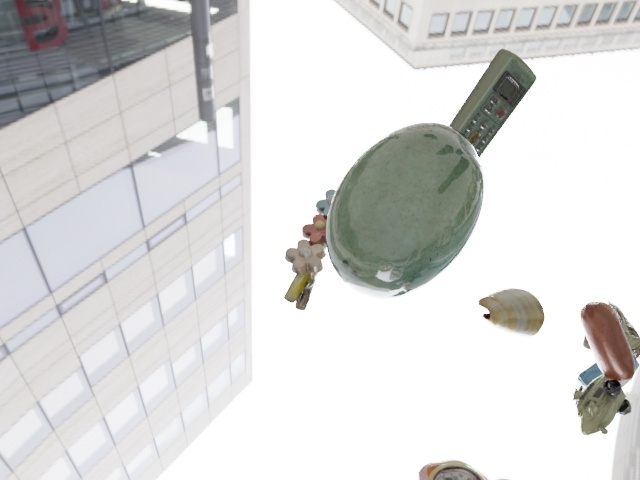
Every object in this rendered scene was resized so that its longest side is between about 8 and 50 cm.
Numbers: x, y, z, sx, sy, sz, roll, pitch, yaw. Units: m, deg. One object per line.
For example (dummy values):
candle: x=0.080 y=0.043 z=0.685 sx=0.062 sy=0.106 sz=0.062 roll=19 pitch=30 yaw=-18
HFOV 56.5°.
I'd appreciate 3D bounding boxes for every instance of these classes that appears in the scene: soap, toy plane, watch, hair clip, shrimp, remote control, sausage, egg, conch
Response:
soap: x=0.770 y=0.377 z=1.614 sx=0.156 sy=0.293 sz=0.077 roll=-39 pitch=-121 yaw=1
toy plane: x=0.643 y=0.311 z=1.325 sx=0.286 sy=0.092 sz=0.108 roll=-50 pitch=-149 yaw=-18
watch: x=0.320 y=0.612 z=1.287 sx=0.211 sy=0.217 sz=0.249 roll=-25 pitch=-147 yaw=-33
hair clip: x=-0.002 y=-0.004 z=0.828 sx=0.063 sy=0.056 sz=0.213 roll=12 pitch=-117 yaw=23
shrimp: x=0.907 y=0.265 z=1.779 sx=0.143 sy=0.052 sz=0.251 roll=49 pitch=-159 yaw=-10
remote control: x=0.309 y=-0.226 z=1.169 sx=0.123 sy=0.285 sz=0.038 roll=21 pitch=-163 yaw=-46
sausage: x=0.601 y=0.210 z=1.245 sx=0.077 sy=0.194 sz=0.077 roll=-25 pitch=-166 yaw=6
egg: x=0.103 y=-0.038 z=0.722 sx=0.169 sy=0.169 sz=0.236 roll=32 pitch=-102 yaw=21
conch: x=0.586 y=0.210 z=1.777 sx=0.255 sy=0.127 sz=0.158 roll=7 pitch=-115 yaw=-47

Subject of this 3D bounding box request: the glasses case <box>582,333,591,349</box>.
glasses case: x=0.762 y=0.272 z=1.678 sx=0.032 sy=0.083 sz=0.021 roll=15 pitch=-148 yaw=28
